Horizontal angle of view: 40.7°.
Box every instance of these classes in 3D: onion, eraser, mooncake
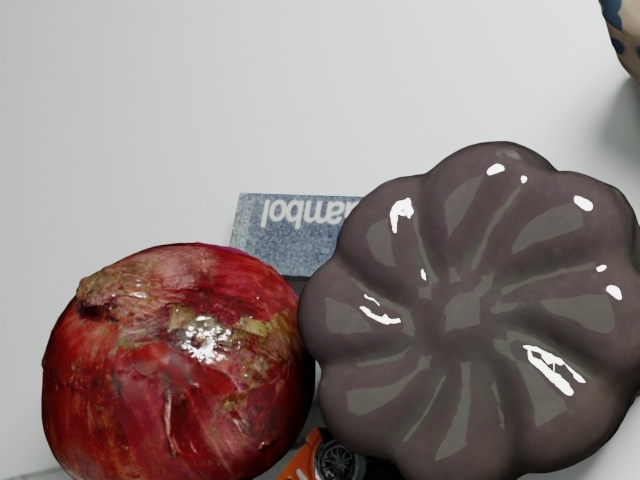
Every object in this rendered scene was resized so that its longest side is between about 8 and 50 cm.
[{"bbox_3d":[-0.141,0.123,0.845,0.276,0.276,0.276,-10,71,31],"label":"onion"},{"bbox_3d":[0.000,0.000,0.909,0.212,0.046,0.092,4,80,34],"label":"eraser"},{"bbox_3d":[0.133,0.065,0.718,0.306,0.154,0.306,-2,84,22],"label":"mooncake"}]

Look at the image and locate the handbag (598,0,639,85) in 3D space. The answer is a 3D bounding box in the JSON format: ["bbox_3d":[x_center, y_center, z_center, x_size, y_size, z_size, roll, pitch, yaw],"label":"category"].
[{"bbox_3d":[0.367,-0.182,0.643,0.251,0.190,0.193,-40,65,15],"label":"handbag"}]

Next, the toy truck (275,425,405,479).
[{"bbox_3d":[0.066,0.282,0.748,0.114,0.107,0.253,-49,55,13],"label":"toy truck"}]
